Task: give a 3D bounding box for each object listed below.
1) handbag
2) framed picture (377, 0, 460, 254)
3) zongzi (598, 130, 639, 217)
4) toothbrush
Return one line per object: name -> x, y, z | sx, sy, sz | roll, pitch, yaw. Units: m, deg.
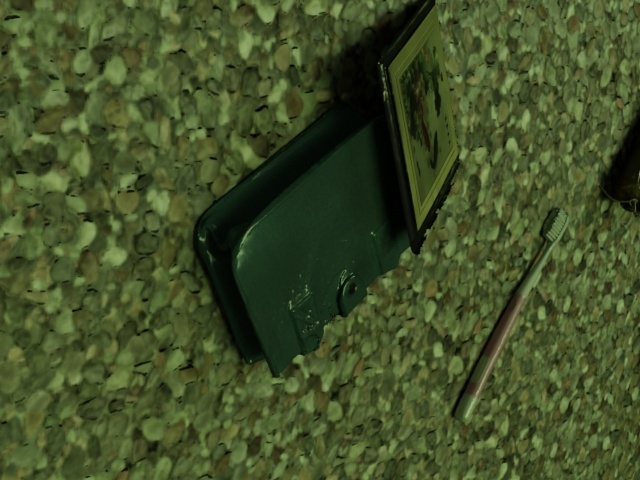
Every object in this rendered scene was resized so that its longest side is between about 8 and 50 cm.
handbag -> 0.000, 0.000, 1.078 | 0.229, 0.062, 0.179 | -41, 128, -31
framed picture -> 0.102, -0.119, 1.131 | 0.199, 0.010, 0.195 | -57, 141, -53
zongzi -> 0.422, -0.139, 1.475 | 0.187, 0.084, 0.184 | -29, 108, -32
toothbrush -> 0.224, 0.083, 1.369 | 0.025, 0.020, 0.286 | 40, 72, -36
